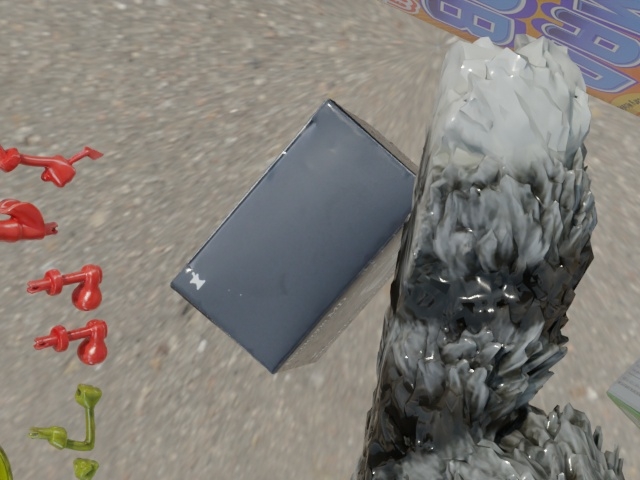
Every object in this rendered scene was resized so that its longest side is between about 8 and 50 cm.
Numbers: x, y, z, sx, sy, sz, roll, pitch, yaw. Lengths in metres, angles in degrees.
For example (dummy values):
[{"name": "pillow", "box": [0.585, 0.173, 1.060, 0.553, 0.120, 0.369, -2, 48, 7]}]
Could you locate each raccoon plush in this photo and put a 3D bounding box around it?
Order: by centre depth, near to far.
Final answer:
[{"name": "raccoon plush", "box": [0.156, 0.163, 0.706, 0.299, 0.216, 0.446, 11, 113, -2]}]

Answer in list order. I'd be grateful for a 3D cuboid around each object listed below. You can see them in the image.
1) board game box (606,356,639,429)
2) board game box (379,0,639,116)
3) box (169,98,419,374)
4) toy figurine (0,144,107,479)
[{"name": "board game box", "box": [0.314, 0.012, 0.933, 0.316, 0.242, 0.064, -44, 92, 1]}, {"name": "board game box", "box": [0.271, -0.363, 1.517, 0.356, 0.356, 0.356, 25, 81, 2]}, {"name": "box", "box": [0.000, 0.000, 1.104, 0.093, 0.158, 0.156, 42, 96, 9]}, {"name": "toy figurine", "box": [-0.317, 0.069, 1.404, 0.217, 0.191, 0.362, 21, 117, 45]}]
